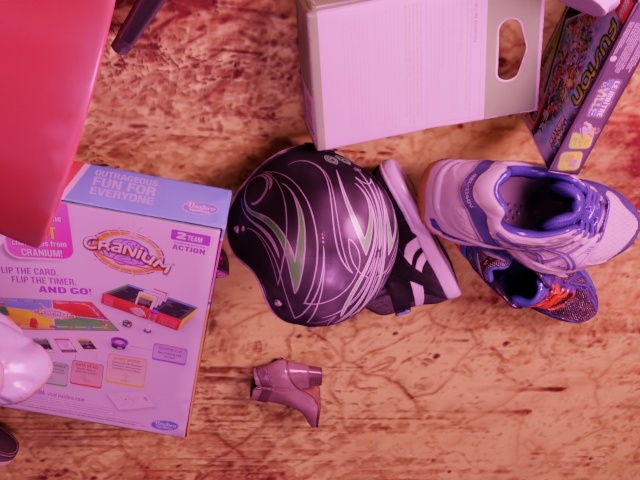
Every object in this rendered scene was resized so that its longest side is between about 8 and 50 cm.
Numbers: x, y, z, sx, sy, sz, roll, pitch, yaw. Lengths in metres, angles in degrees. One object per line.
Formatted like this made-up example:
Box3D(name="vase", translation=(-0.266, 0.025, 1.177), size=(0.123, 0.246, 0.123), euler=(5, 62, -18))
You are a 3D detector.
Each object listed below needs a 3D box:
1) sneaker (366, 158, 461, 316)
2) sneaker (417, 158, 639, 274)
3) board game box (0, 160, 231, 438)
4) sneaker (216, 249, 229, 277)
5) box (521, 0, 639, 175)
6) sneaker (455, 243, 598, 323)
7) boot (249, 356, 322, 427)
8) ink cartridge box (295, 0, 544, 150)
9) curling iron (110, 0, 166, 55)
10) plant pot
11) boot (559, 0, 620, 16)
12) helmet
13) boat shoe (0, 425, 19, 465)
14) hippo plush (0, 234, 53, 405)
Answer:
Box3D(name="sneaker", translation=(0.069, 0.012, 1.535), size=(0.121, 0.079, 0.217), euler=(-23, 133, 8))
Box3D(name="sneaker", translation=(0.248, -0.022, 1.478), size=(0.296, 0.131, 0.112), euler=(6, 87, -34))
Box3D(name="board game box", translation=(-0.235, 0.065, 1.477), size=(0.242, 0.064, 0.316), euler=(11, 129, -4))
Box3D(name="sneaker", translation=(-0.155, 0.016, 1.511), size=(0.057, 0.047, 0.119), euler=(-30, 131, 29))
Box3D(name="box", translation=(0.266, -0.180, 1.386), size=(0.036, 0.114, 0.207), euler=(7, 129, -20))
Box3D(name="sneaker", translation=(0.241, 0.050, 1.607), size=(0.221, 0.087, 0.083), euler=(27, 121, -32))
Box3D(name="boot", translation=(-0.042, 0.186, 1.697), size=(0.087, 0.042, 0.118), euler=(-2, 131, -4))
Box3D(name="ink cartridge box", translation=(0.098, -0.186, 1.379), size=(0.235, 0.056, 0.171), euler=(-12, 134, -8))
Box3D(name="curling iron", translation=(-0.126, -0.280, 1.250), size=(0.068, 0.035, 0.274), euler=(18, 124, -22))
Box3D(name="plant pot", translation=(-0.318, -0.156, 1.182), size=(0.243, 0.275, 0.275), euler=(16, 127, -13))
Box3D(name="boot", translation=(0.183, -0.318, 1.272), size=(0.258, 0.095, 0.123), euler=(28, 88, -16))
Box3D(name="helmet", translation=(0.000, 0.000, 1.428), size=(0.169, 0.161, 0.169), euler=(-26, 146, -19))
Box3D(name="boat shoe", translation=(-0.406, 0.214, 1.614), size=(0.049, 0.056, 0.152), euler=(-36, 130, 25))
Box3D(name="hippo plush", translation=(-0.401, 0.031, 1.345), size=(0.294, 0.234, 0.236), euler=(5, 97, 1))
